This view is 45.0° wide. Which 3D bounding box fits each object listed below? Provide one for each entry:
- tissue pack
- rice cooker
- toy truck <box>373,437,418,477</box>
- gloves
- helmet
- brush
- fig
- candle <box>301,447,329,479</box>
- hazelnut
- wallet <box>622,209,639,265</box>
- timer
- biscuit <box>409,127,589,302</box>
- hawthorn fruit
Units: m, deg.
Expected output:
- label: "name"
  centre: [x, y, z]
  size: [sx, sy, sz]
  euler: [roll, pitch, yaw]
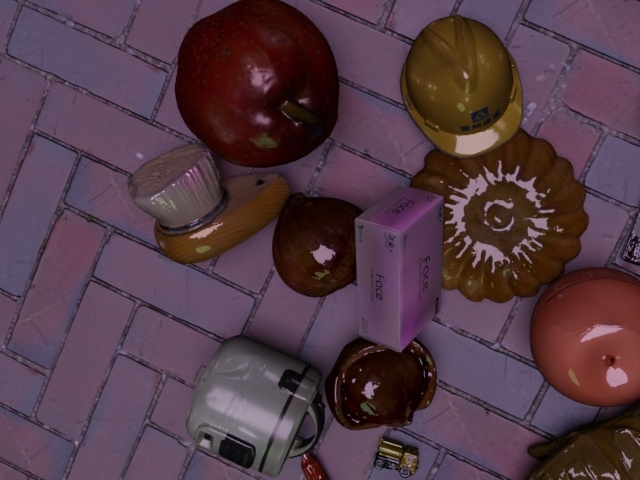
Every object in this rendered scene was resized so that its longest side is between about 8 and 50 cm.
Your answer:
- label: "tissue pack"
  centre: [0.136, 0.051, 1.325]
  size: [0.092, 0.148, 0.246]
  euler: [19, 129, 32]
- label: "rice cooker"
  centre: [-0.112, 0.307, 1.413]
  size: [0.244, 0.226, 0.226]
  euler: [22, 99, 3]
- label: "toy truck"
  centre: [0.148, 0.413, 1.469]
  size: [0.083, 0.049, 0.054]
  euler: [16, 97, 8]
- label: "gloves"
  centre: [0.493, 0.400, 1.370]
  size: [0.331, 0.141, 0.154]
  euler: [-35, 91, 10]
- label: "helmet"
  centre: [0.233, -0.283, 1.301]
  size: [0.205, 0.140, 0.257]
  euler: [-22, 69, 8]
- label: "brush"
  centre: [-0.194, -0.085, 1.390]
  size: [0.267, 0.174, 0.166]
  euler: [-22, 122, -1]
- label: "fig"
  centre: [-0.001, 0.001, 1.381]
  size: [0.205, 0.205, 0.205]
  euler: [1, 96, 8]
- label: "candle"
  centre: [-0.002, 0.461, 1.497]
  size: [0.053, 0.048, 0.162]
  euler: [-14, 104, 52]
- label: "hazelnut"
  centre: [0.109, 0.250, 1.396]
  size: [0.202, 0.160, 0.170]
  euler: [-26, 125, 12]
- label: "wallet"
  centre: [0.688, -0.025, 1.334]
  size: [0.262, 0.071, 0.221]
  euler: [19, 101, 15]
- label: "timer"
  centre: [0.469, 0.161, 1.304]
  size: [0.230, 0.215, 0.229]
  euler: [2, 106, 8]
- label: "biscuit"
  centre: [0.310, -0.046, 1.373]
  size: [0.326, 0.107, 0.325]
  euler: [1, 93, 11]
- label: "hawthorn fruit"
  centre: [-0.083, -0.249, 1.277]
  size: [0.285, 0.369, 0.284]
  euler: [-10, 115, -22]
